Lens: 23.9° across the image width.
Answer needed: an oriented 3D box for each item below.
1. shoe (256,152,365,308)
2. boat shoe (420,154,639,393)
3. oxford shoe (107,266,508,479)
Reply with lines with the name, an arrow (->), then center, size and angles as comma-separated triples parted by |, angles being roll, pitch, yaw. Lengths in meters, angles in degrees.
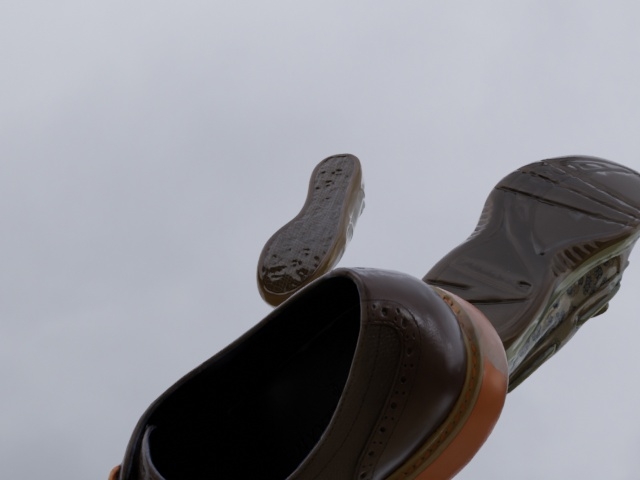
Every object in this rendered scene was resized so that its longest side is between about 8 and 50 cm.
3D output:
shoe -> 0.000, 0.000, 1.462 | 0.077, 0.219, 0.058 | 2, -51, 23
boat shoe -> 0.145, 0.027, 1.055 | 0.105, 0.285, 0.089 | 27, -49, 27
oxford shoe -> -0.077, 0.143, 0.740 | 0.363, 0.130, 0.133 | -47, -36, 8
